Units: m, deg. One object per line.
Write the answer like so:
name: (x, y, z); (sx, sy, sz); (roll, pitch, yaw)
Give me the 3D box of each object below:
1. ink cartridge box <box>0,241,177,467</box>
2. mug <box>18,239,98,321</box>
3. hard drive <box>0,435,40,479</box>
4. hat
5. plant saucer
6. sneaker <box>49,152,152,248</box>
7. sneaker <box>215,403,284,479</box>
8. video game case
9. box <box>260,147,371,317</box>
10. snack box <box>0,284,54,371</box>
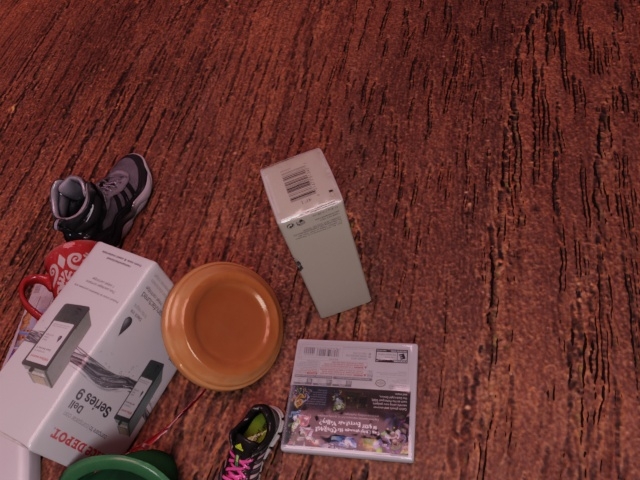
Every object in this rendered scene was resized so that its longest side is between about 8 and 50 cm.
ink cartridge box: (-0.325, 0.184, 0.870); (0.121, 0.211, 0.289); (17, 62, 23)
mug: (-0.425, 0.107, 1.015); (0.150, 0.113, 0.169); (-27, 58, -1)
hard drive: (-0.539, 0.391, 0.877); (0.233, 0.047, 0.353); (-20, 54, -1)
hat: (-0.249, 0.325, 0.855); (0.208, 0.173, 0.183); (-13, 18, 10)
plant saucer: (-0.140, 0.127, 0.890); (0.037, 0.200, 0.200); (-23, 37, 53)
sneaker: (-0.419, -0.094, 1.119); (0.101, 0.153, 0.269); (5, 57, 16)
sneaker: (-0.108, 0.303, 0.818); (0.063, 0.075, 0.170); (17, 61, 23)
video game case: (0.047, 0.232, 0.865); (0.190, 0.022, 0.173); (0, 55, 13)
box: (0.000, 0.000, 0.879); (0.094, 0.275, 0.113); (-20, 52, -1)
snack box: (-0.509, 0.155, 1.049); (0.064, 0.022, 0.178); (-2, 55, 11)
